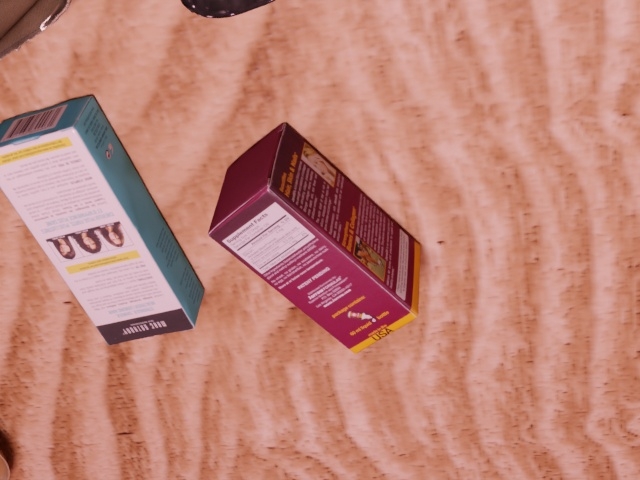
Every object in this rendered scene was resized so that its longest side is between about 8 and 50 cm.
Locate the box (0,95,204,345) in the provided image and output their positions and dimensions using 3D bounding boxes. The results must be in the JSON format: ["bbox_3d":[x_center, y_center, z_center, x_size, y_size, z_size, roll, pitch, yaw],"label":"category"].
[{"bbox_3d":[-0.208,-0.011,0.855,0.100,0.060,0.244,-12,126,16],"label":"box"}]

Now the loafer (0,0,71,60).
[{"bbox_3d":[-0.285,-0.138,0.670,0.087,0.251,0.094,44,160,23],"label":"loafer"}]

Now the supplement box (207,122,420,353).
[{"bbox_3d":[0.000,0.000,0.812,0.081,0.104,0.188,-35,117,30],"label":"supplement box"}]

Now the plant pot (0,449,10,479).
[{"bbox_3d":[-0.500,0.262,1.102,0.236,0.032,0.236,-2,140,-1],"label":"plant pot"}]

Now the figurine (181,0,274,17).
[{"bbox_3d":[-0.013,-0.262,0.589,0.215,0.092,0.209,-3,139,8],"label":"figurine"}]
